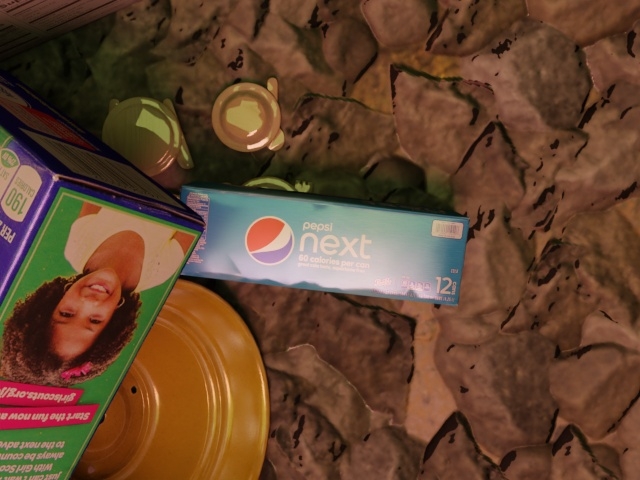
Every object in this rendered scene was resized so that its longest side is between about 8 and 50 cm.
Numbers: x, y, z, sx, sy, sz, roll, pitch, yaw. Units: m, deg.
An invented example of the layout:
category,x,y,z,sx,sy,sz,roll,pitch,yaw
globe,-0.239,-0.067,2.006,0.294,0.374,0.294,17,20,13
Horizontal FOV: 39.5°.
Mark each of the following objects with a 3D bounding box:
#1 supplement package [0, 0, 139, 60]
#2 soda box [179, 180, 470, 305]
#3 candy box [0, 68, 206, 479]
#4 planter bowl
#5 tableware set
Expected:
category,x,y,z,sx,sy,sz,roll,pitch,yaw
supplement package,-0.271,-0.282,0.656,0.204,0.145,0.262,-22,91,6
soda box,0.000,0.000,0.670,0.210,0.071,0.067,7,97,-1
candy box,-0.253,0.058,0.551,0.268,0.122,0.317,33,99,37
planter bowl,-0.144,0.136,0.668,0.090,0.217,0.217,-2,93,42
tableware set,-0.091,-0.052,0.712,0.168,0.020,0.141,-7,97,2
